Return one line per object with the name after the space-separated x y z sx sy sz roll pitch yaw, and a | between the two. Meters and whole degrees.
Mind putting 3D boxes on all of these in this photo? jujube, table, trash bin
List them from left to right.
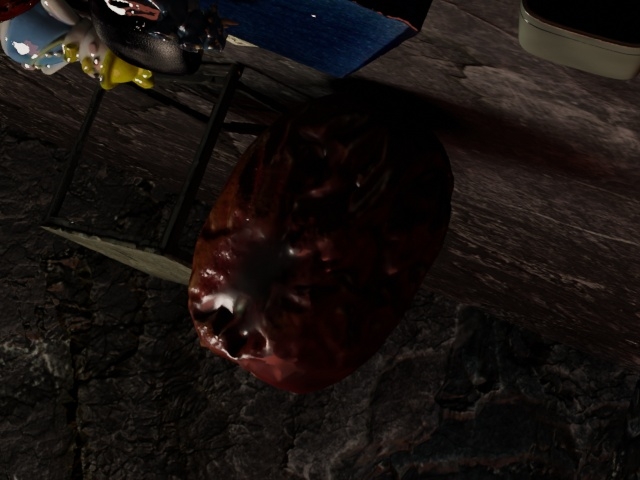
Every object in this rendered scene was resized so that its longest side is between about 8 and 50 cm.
-0.174 -0.087 2.508 0.222 0.272 0.335 26 172 -37 | table
-0.001 -0.002 2.260 0.276 0.376 0.276 30 176 2 | jujube
0.223 -0.182 1.509 0.116 0.059 0.130 19 175 7 | trash bin

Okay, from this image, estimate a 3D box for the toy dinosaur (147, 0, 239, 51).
-0.112 -0.185 1.511 0.083 0.047 0.030 20 172 -22 | toy dinosaur

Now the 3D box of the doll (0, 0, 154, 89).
-0.319 -0.256 2.310 0.241 0.135 0.099 20 -158 6 | doll

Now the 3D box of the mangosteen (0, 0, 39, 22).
-0.306 -0.292 1.703 0.166 0.180 0.166 36 157 19 | mangosteen

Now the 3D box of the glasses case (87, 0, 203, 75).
-0.197 -0.249 2.090 0.122 0.075 0.314 17 173 2 | glasses case

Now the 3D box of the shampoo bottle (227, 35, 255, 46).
-0.056 -0.231 2.019 0.141 0.034 0.049 12 163 46 | shampoo bottle

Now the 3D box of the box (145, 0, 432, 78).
-0.051 -0.246 1.504 0.261 0.116 0.279 23 174 -10 | box
